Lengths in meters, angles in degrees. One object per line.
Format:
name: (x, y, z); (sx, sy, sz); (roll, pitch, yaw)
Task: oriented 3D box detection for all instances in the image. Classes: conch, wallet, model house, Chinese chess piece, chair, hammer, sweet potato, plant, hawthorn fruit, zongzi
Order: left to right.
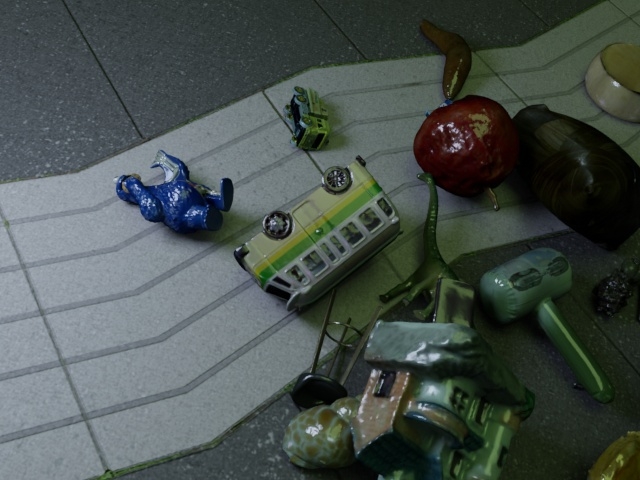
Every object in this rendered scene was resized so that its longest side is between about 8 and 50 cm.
conch: (0.019, 0.326, 1.105); (0.172, 0.106, 0.116); (1, 33, 5)
chair: (0.033, 0.204, 1.186); (0.095, 0.104, 0.222); (3, 51, 34)
model house: (0.175, 0.331, 1.040); (0.267, 0.194, 0.325); (44, 60, -31)
sweet potato: (0.362, -0.519, 1.814); (0.108, 0.079, 0.346); (-8, 52, -3)
wallet: (0.252, 0.149, 1.244); (0.082, 0.018, 0.157); (14, 65, -5)
hawthorn fruit: (0.352, -0.189, 1.486); (0.210, 0.230, 0.266); (-12, 69, -54)
zongzi: (0.518, -0.186, 1.434); (0.432, 0.208, 0.403); (12, 35, -54)
hammer: (0.475, 0.179, 1.314); (0.206, 0.119, 0.336); (-20, 68, -24)
plant: (0.657, 0.097, 1.430); (0.174, 0.087, 0.085); (-38, 99, -27)
Chinese chess piece: (0.890, -0.452, 1.862); (0.257, 0.104, 0.257); (6, 53, -9)

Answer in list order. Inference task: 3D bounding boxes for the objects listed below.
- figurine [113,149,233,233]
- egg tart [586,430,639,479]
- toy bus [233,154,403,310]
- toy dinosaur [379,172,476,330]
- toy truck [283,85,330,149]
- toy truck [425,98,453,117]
figurine: (-0.304, -0.082, 1.332); (0.262, 0.121, 0.164); (23, 44, 26)
egg tart: (0.566, 0.494, 1.079); (0.341, 0.132, 0.341); (6, 54, -9)
toy bus: (0.000, 0.000, 1.266); (0.305, 0.143, 0.179); (-37, 80, -9)
toy dinosaur: (0.280, 0.072, 1.355); (0.300, 0.087, 0.447); (-36, 73, -30)
toy truck: (-0.023, -0.293, 1.567); (0.100, 0.077, 0.169); (7, 49, -24)
toy truck: (0.304, -0.314, 1.651); (0.090, 0.073, 0.056); (-20, 60, -26)
